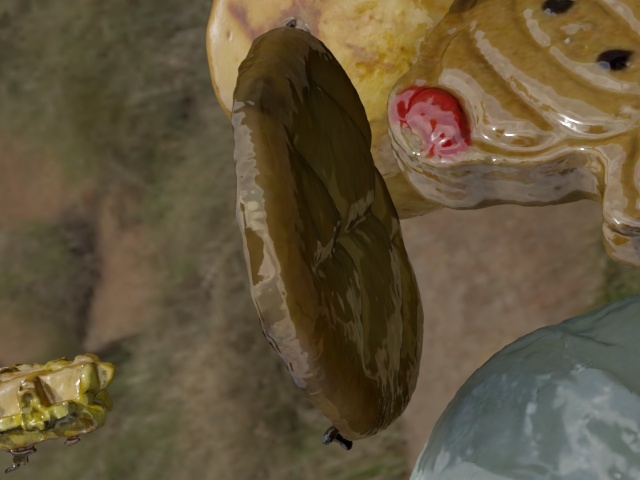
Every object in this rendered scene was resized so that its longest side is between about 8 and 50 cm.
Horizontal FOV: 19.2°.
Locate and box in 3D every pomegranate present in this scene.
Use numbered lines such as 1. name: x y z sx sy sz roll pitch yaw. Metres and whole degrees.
1. pomegranate: 0.085 -0.209 1.964 0.410 0.410 0.410 28 125 48

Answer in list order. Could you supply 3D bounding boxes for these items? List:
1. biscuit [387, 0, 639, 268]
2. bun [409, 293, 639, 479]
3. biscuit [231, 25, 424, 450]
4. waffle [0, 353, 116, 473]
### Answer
1. biscuit: 0.227 -0.122 1.222 0.359 0.381 0.074 -122 14 -48
2. bun: 0.211 0.186 0.912 0.211 0.362 0.362 115 132 -71
3. biscuit: 0.005 0.000 0.885 0.041 0.260 0.203 -11 97 12
4. waffle: -0.303 0.145 1.336 0.260 0.293 0.069 -8 94 50
